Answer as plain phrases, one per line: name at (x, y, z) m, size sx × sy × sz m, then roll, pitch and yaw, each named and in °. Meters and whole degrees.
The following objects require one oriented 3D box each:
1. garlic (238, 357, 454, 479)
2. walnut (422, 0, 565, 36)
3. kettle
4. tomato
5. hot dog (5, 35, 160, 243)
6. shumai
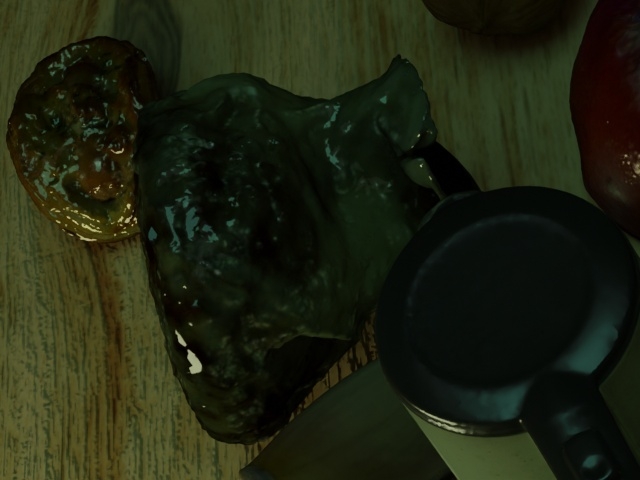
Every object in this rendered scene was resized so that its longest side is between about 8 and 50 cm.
garlic at (0.061, 0.191, 1.766) m, size 0.318 × 0.112 × 0.143 m, roll -27°, pitch 61°, yaw -40°
walnut at (0.195, -0.330, 2.042) m, size 0.193 × 0.193 × 0.225 m, roll -7°, pitch 66°, yaw 25°
kettle at (0.229, 0.178, 1.548) m, size 0.250 × 0.376 × 0.361 m, roll -28°, pitch 49°, yaw 9°
tomato at (0.385, -0.172, 1.834) m, size 0.290 × 0.176 × 0.335 m, roll 2°, pitch 59°, yaw 26°
hot dog at (-0.265, -0.122, 2.186) m, size 0.196 × 0.122 × 0.272 m, roll -26°, pitch 49°, yaw 10°
shumai at (0.000, 0.000, 1.865) m, size 0.348 × 0.395 × 0.395 m, roll -11°, pitch 52°, yaw -4°
